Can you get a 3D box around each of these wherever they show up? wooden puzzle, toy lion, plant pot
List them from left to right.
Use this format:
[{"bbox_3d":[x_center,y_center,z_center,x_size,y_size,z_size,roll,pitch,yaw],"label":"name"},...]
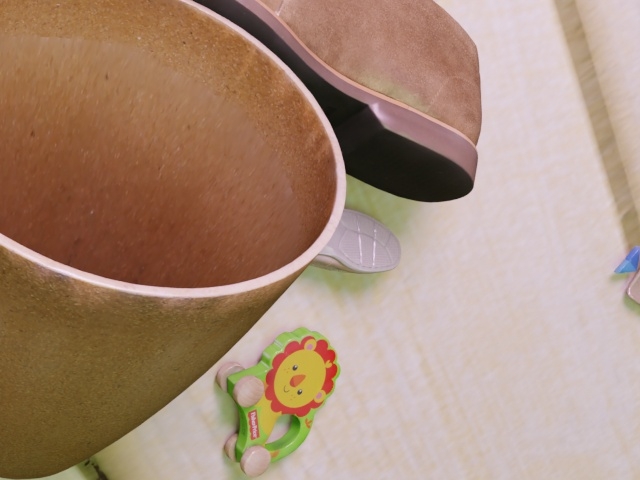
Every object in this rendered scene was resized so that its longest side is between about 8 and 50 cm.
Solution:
[{"bbox_3d":[-0.142,0.019,0.641,0.237,0.237,0.254,3,137,-28],"label":"plant pot"},{"bbox_3d":[-0.027,0.118,0.860,0.096,0.034,0.100,-18,118,-29],"label":"toy lion"},{"bbox_3d":[0.307,0.031,1.007,0.116,0.014,0.078,38,86,-34],"label":"wooden puzzle"}]

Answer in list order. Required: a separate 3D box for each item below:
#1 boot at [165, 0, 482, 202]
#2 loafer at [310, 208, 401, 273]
[{"bbox_3d":[-0.017,-0.138,0.738,0.305,0.112,0.115,27,66,-28],"label":"boot"},{"bbox_3d":[0.000,0.000,0.824,0.125,0.039,0.045,11,72,-34],"label":"loafer"}]
